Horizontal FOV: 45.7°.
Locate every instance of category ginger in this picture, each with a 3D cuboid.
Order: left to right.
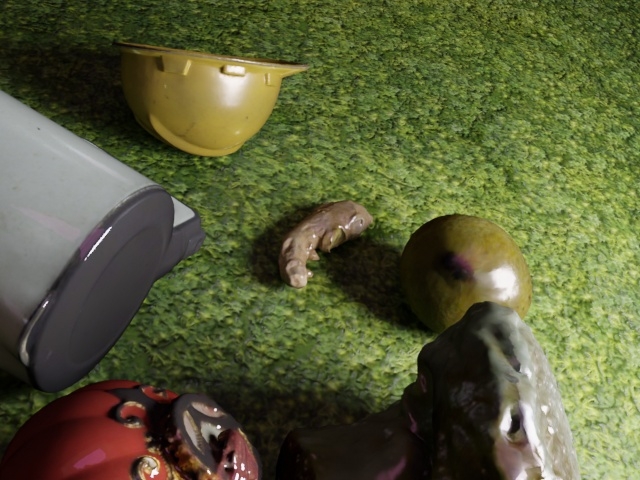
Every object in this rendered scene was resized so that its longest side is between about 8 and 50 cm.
[{"bbox_3d":[-0.004,-0.001,0.942,0.070,0.051,0.173,30,51,19],"label":"ginger"}]

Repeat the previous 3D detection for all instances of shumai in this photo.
[{"bbox_3d":[0.099,0.239,0.685,0.264,0.304,0.309,-13,45,18],"label":"shumai"}]

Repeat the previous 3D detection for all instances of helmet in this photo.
[{"bbox_3d":[-0.150,-0.182,1.003,0.257,0.140,0.205,1,14,-32],"label":"helmet"}]

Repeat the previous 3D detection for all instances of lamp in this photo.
[{"bbox_3d":[-0.137,0.209,0.586,0.227,0.226,0.226,9,46,-9],"label":"lamp"}]

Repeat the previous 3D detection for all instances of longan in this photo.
[{"bbox_3d":[0.172,0.045,0.893,0.176,0.145,0.154,17,54,-62],"label":"longan"}]

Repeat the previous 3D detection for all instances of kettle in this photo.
[{"bbox_3d":[-0.338,-0.048,0.785,0.377,0.250,0.361,28,18,7],"label":"kettle"}]
